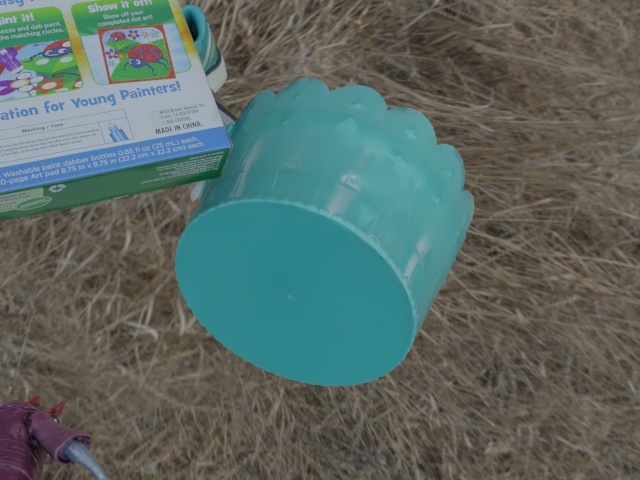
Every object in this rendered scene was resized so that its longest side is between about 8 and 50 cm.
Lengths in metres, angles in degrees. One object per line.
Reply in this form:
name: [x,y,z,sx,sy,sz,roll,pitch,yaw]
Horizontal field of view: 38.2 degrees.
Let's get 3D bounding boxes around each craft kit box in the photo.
craft kit box: [-0.221,-0.137,0.668,0.250,0.061,0.246,-13,72,-21]

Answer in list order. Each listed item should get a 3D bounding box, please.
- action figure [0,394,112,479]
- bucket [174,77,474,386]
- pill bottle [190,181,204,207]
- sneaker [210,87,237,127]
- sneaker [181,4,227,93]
action figure: [-0.438,0.321,1.219,0.248,0.370,0.275,-33,116,21]
bucket: [0.000,0.000,0.920,0.281,0.183,0.281,13,134,14]
pill bottle: [-0.116,-0.040,1.200,0.086,0.086,0.152,-25,86,-3]
sneaker: [-0.206,-0.128,0.996,0.163,0.086,0.226,-50,141,13]
sneaker: [-0.206,-0.194,1.135,0.107,0.275,0.110,7,133,16]
